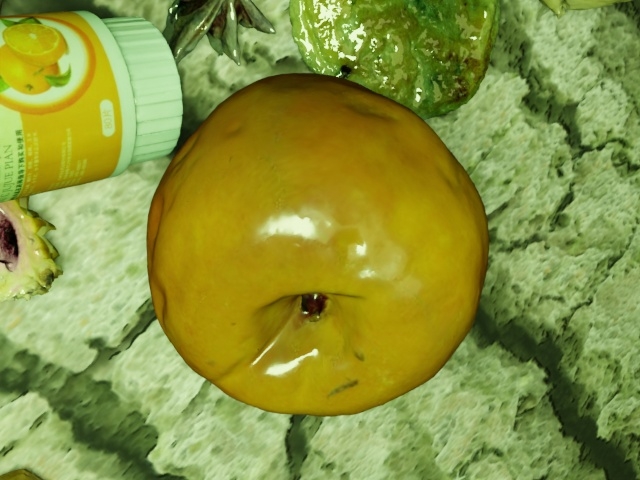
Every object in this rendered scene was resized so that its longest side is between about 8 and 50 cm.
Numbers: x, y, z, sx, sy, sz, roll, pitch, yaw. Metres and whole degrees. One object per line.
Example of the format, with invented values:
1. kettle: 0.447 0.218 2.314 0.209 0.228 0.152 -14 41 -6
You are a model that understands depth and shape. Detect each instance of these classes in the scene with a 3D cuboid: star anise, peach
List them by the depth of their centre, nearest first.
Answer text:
1. peach: 0.000 0.000 0.772 0.342 0.302 0.343 1 121 1
2. star anise: -0.116 -0.278 0.793 0.180 0.061 0.205 14 99 -39

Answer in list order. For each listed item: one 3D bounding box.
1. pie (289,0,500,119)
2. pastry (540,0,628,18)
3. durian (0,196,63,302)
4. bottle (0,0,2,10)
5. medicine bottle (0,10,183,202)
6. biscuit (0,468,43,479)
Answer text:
1. pie: 0.099 -0.278 0.888 0.277 0.078 0.277 -4 99 -25
2. pastry: 0.284 -0.402 0.906 0.256 0.170 0.237 45 39 -29
3. durian: -0.418 0.010 0.685 0.341 0.112 0.191 -17 77 -36
4. bottle: -0.318 -0.271 0.706 0.053 0.053 0.140 10 95 -26
5. medicine bottle: -0.288 -0.111 0.653 0.318 0.158 0.158 -19 108 -37
6. biscuit: -0.351 0.362 0.820 0.215 0.034 0.182 -48 114 -8
